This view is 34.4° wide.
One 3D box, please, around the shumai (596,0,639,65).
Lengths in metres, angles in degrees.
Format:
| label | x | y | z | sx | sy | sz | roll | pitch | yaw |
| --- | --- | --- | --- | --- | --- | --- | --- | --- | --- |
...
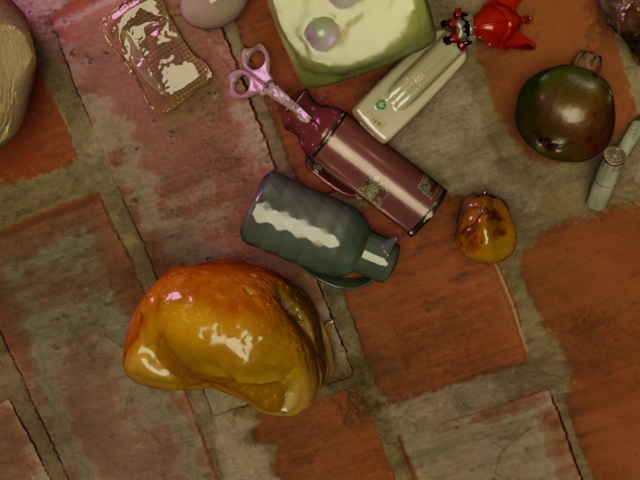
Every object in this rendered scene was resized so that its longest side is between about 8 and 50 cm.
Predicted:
| label | x | y | z | sx | sy | sz | roll | pitch | yaw |
| --- | --- | --- | --- | --- | --- | --- | --- | --- | --- |
| shumai | 0.564 | -0.436 | 1.777 | 0.183 | 0.218 | 0.185 | -33 | 60 | 7 |

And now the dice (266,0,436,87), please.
| label | x | y | z | sx | sy | sz | roll | pitch | yaw |
| --- | --- | --- | --- | --- | --- | --- | --- | --- | --- |
| dice | 0.047 | -0.412 | 1.750 | 0.251 | 0.254 | 0.250 | -19 | 103 | 7 |

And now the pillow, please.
| label | x | y | z | sx | sy | sz | roll | pitch | yaw |
| --- | --- | --- | --- | --- | --- | --- | --- | --- | --- |
| pillow | -0.306 | -0.348 | 1.904 | 0.135 | 0.034 | 0.211 | -34 | 96 | 12 |

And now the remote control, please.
| label | x | y | z | sx | sy | sz | roll | pitch | yaw |
| --- | --- | --- | --- | --- | --- | --- | --- | --- | --- |
| remote control | 0.163 | -0.279 | 1.841 | 0.090 | 0.049 | 0.230 | 45 | 84 | -6 |

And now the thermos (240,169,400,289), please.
| label | x | y | z | sx | sy | sz | roll | pitch | yaw |
| --- | --- | --- | --- | --- | --- | --- | --- | --- | --- |
| thermos | 0.000 | 0.000 | 1.909 | 0.286 | 0.145 | 0.182 | 25 | 135 | -3 |

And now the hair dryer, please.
| label | x | y | z | sx | sy | sz | roll | pitch | yaw |
| --- | --- | --- | --- | --- | --- | --- | --- | --- | --- |
| hair dryer | 0.548 | -0.158 | 1.867 | 0.044 | 0.155 | 0.183 | 32 | 65 | 17 |

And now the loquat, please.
| label | x | y | z | sx | sy | sz | roll | pitch | yaw |
| --- | --- | --- | --- | --- | --- | --- | --- | --- | --- |
| loquat | 0.302 | -0.022 | 1.883 | 0.113 | 0.137 | 0.137 | -9 | 103 | 33 |

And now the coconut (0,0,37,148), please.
| label | x | y | z | sx | sy | sz | roll | pitch | yaw |
| --- | --- | --- | --- | --- | --- | --- | --- | --- | --- |
| coconut | -0.662 | -0.322 | 1.786 | 0.346 | 0.346 | 0.360 | 19 | 109 | 0 |

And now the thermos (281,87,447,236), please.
| label | x | y | z | sx | sy | sz | roll | pitch | yaw |
| --- | --- | --- | --- | --- | --- | --- | --- | --- | --- |
| thermos | 0.065 | -0.147 | 1.892 | 0.330 | 0.136 | 0.110 | 37 | 75 | -4 |

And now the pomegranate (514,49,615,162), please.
| label | x | y | z | sx | sy | sz | roll | pitch | yaw |
| --- | --- | --- | --- | --- | --- | --- | --- | --- | --- |
| pomegranate | 0.440 | -0.242 | 1.814 | 0.180 | 0.180 | 0.210 | 30 | 67 | -3 |

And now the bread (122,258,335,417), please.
| label | x | y | z | sx | sy | sz | roll | pitch | yaw |
| --- | --- | --- | --- | --- | --- | --- | --- | --- | --- |
| bread | -0.152 | 0.161 | 1.842 | 0.360 | 0.394 | 0.250 | 12 | 88 | 5 |

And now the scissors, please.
| label | x | y | z | sx | sy | sz | roll | pitch | yaw |
| --- | --- | --- | --- | --- | --- | --- | --- | --- | --- |
| scissors | -0.088 | -0.269 | 1.852 | 0.212 | 0.021 | 0.110 | 42 | 105 | 34 |

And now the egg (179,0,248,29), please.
| label | x | y | z | sx | sy | sz | roll | pitch | yaw |
| --- | --- | --- | --- | --- | --- | --- | --- | --- | --- |
| egg | -0.188 | -0.432 | 1.839 | 0.135 | 0.103 | 0.103 | -33 | 98 | 12 |

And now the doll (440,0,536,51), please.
| label | x | y | z | sx | sy | sz | roll | pitch | yaw |
| --- | --- | --- | --- | --- | --- | --- | --- | --- | --- |
| doll | 0.297 | -0.379 | 1.821 | 0.169 | 0.057 | 0.109 | -12 | 94 | -20 |
